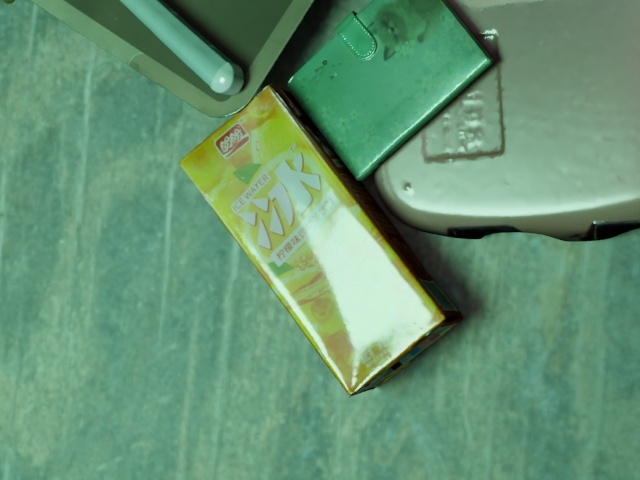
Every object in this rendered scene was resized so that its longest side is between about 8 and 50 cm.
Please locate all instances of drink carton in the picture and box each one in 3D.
[{"bbox_3d":[0.000,0.000,1.257,0.096,0.071,0.223,-39,78,11],"label":"drink carton"}]

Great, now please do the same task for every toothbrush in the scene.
[{"bbox_3d":[-0.177,-0.215,1.305,0.342,0.025,0.030,41,107,26],"label":"toothbrush"}]

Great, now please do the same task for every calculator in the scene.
[{"bbox_3d":[0.175,-0.108,1.221,0.329,0.048,0.220,-5,88,19],"label":"calculator"}]

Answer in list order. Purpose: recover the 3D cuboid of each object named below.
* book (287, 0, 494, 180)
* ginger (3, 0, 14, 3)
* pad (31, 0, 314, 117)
[{"bbox_3d":[0.047,-0.126,1.242,0.135,0.017,0.103,-42,73,19],"label":"book"},{"bbox_3d":[-0.374,-0.174,1.367,0.290,0.084,0.122,-34,86,14],"label":"ginger"},{"bbox_3d":[-0.118,-0.220,1.299,0.266,0.002,0.176,34,92,27],"label":"pad"}]
